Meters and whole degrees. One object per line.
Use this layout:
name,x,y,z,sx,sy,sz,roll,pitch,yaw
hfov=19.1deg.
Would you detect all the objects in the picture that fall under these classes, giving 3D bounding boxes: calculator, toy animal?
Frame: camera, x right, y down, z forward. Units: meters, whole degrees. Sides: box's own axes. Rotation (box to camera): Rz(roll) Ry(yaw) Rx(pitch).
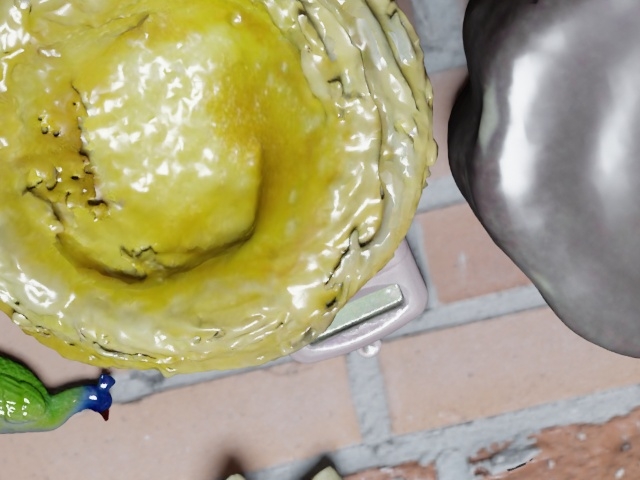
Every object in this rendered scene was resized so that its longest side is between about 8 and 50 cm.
calculator,0.000,0.000,1.181,0.100,0.032,0.175,-24,112,1
toy animal,-0.239,0.102,1.179,0.217,0.041,0.075,11,90,-10

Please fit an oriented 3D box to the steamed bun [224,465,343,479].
steamed bun,-0.058,0.293,1.208,0.428,0.189,0.247,-15,136,-16

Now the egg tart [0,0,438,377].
egg tart,-0.075,-0.060,1.081,0.288,0.118,0.288,1,96,9

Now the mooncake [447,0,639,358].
mooncake,0.227,-0.080,1.118,0.306,0.154,0.306,-3,111,-8
